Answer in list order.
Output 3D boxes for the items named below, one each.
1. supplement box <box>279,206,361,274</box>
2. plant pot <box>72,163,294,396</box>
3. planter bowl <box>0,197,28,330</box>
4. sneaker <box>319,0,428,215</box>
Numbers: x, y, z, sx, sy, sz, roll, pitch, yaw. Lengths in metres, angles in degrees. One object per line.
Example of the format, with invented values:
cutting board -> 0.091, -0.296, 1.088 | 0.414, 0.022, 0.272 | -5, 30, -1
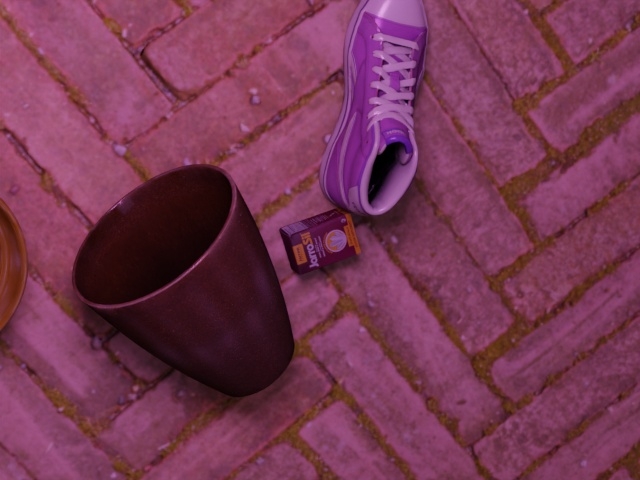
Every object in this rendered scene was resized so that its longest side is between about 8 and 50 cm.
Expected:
supplement box -> 0.000, 0.000, 1.851 | 0.083, 0.043, 0.055 | -21, 108, -13
plant pot -> -0.131, 0.069, 1.751 | 0.215, 0.215, 0.230 | -40, 124, -7
planter bowl -> -0.437, 0.020, 1.684 | 0.217, 0.090, 0.217 | -4, 103, -18
sneaker -> 0.086, -0.164, 1.786 | 0.102, 0.161, 0.282 | 8, 97, -18
